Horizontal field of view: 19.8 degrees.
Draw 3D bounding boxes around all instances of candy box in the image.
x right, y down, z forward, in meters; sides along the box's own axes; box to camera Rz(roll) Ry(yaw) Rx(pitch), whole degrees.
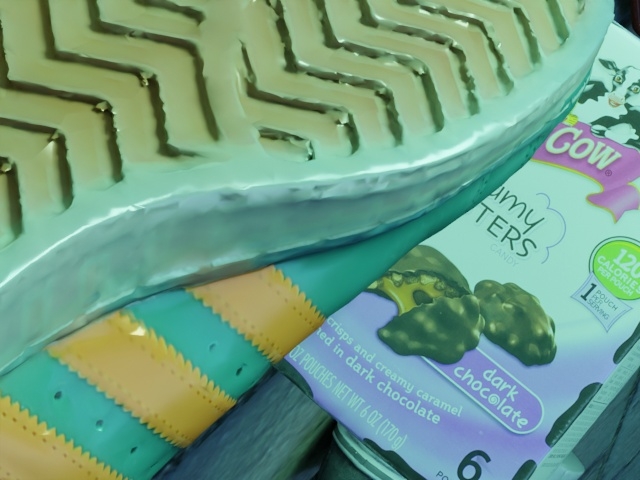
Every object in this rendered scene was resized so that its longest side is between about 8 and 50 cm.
[{"bbox_3d":[0.069,-0.005,0.760,0.196,0.165,0.070,-53,163,5],"label":"candy box"}]

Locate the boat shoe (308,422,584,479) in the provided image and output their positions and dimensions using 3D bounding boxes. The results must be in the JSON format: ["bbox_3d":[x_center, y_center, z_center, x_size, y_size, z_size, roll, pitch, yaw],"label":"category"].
[{"bbox_3d":[0.078,0.155,1.189,0.102,0.108,0.301,-55,159,13],"label":"boat shoe"}]

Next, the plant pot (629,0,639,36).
[{"bbox_3d":[0.318,-0.188,0.875,0.235,0.267,0.267,-60,163,-7],"label":"plant pot"}]

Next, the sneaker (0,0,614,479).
[{"bbox_3d":[-0.064,0.009,0.391,0.302,0.108,0.121,-29,154,-33],"label":"sneaker"}]
